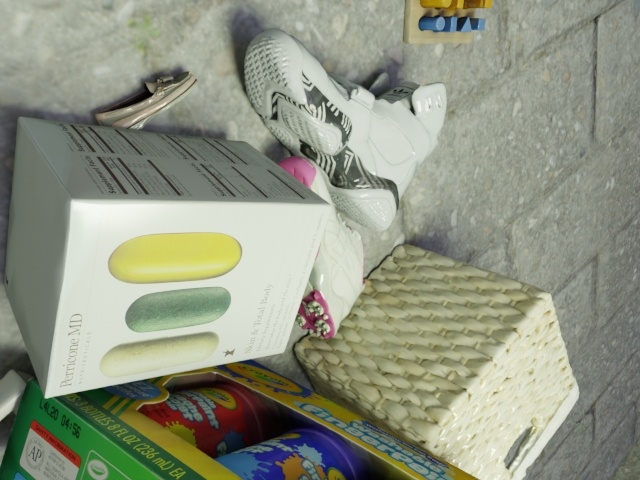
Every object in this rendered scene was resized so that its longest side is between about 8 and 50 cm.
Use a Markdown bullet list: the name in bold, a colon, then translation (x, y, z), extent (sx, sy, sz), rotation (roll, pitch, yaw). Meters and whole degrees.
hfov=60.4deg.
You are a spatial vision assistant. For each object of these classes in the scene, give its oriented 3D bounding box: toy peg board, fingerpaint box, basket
- **toy peg board**: translation (0.218, -0.394, 0.863), extent (0.161, 0.079, 0.161), rotation (-15, 116, -35)
- **fingerpaint box**: translation (-0.048, 0.290, 0.600), extent (0.371, 0.445, 0.163), rotation (15, 94, -59)
- **basket**: translation (0.192, 0.226, 0.921), extent (0.328, 0.331, 0.266), rotation (-42, 127, -21)

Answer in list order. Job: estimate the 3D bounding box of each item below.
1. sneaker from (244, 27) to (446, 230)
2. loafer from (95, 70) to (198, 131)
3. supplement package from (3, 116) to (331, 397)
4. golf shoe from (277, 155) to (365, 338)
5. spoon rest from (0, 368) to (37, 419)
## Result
- **sneaker**: translation (0.051, -0.188, 0.770), extent (0.210, 0.137, 0.366), rotation (-53, 137, -12)
- **loafer**: translation (-0.197, -0.161, 0.628), extent (0.125, 0.045, 0.039), rotation (-43, 123, -16)
- **supplement package**: translation (-0.169, 0.007, 0.590), extent (0.262, 0.198, 0.199), rotation (-2, 119, -40)
- **golf shoe**: translation (0.000, 0.000, 0.828), extent (0.140, 0.115, 0.306), rotation (-38, 135, -35)
- **spoon rest**: translation (-0.312, 0.234, 0.676), extent (0.137, 0.084, 0.276), rotation (-41, 142, -19)
